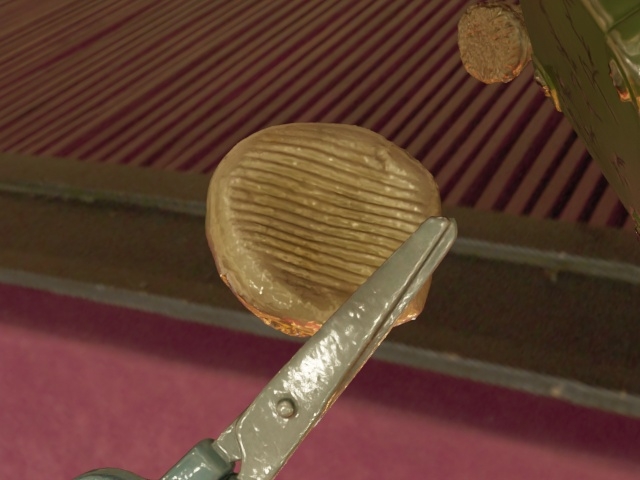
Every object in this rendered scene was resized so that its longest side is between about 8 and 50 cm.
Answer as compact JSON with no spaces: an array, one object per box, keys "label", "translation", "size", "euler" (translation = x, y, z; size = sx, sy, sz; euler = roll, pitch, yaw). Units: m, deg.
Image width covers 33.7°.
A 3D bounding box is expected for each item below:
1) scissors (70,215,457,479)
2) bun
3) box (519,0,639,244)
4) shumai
[{"label":"scissors","translation":[-0.045,0.148,0.770],"size":[0.192,0.029,0.447],"euler":[44,111,13]},{"label":"bun","translation":[0.000,0.000,0.994],"size":[0.231,0.231,0.133],"euler":[36,156,6]},{"label":"box","translation":[0.241,-0.142,0.709],"size":[0.178,0.328,0.252],"euler":[-31,60,7]},{"label":"shumai","translation":[0.230,-0.249,1.283],"size":[0.124,0.087,0.098],"euler":[10,119,58]}]
